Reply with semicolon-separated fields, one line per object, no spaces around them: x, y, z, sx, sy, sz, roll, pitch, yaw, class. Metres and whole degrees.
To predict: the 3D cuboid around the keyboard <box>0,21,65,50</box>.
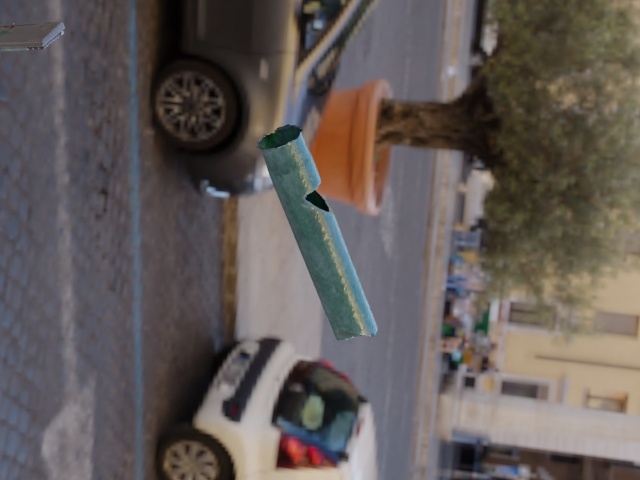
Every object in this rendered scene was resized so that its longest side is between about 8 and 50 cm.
-0.402;-0.258;1.481;0.055;0.166;0.017;-60;142;-41;keyboard

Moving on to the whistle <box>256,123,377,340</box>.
0.000;0.000;0.899;0.039;0.039;0.186;-69;143;-56;whistle
